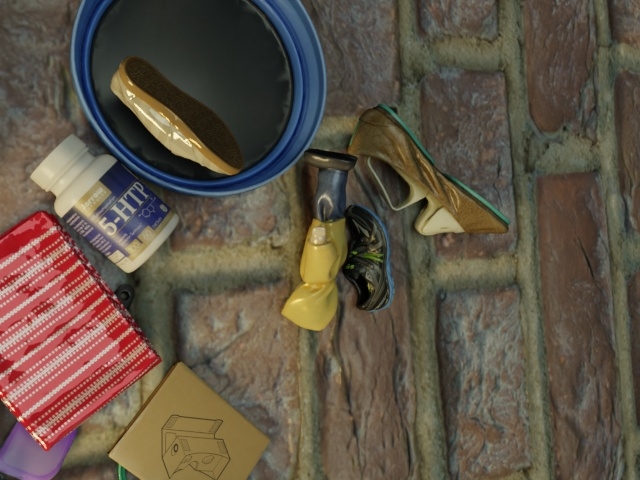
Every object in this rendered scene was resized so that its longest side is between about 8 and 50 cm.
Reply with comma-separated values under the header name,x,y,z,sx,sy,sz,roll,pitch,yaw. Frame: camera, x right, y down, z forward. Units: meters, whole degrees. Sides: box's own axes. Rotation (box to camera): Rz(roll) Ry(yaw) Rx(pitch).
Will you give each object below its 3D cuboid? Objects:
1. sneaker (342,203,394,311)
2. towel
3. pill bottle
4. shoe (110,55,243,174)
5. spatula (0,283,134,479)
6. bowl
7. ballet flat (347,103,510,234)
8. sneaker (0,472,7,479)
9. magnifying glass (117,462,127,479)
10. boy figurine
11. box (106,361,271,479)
name,x,y,z,sx,sy,sz,roll,pitch,yaw
sneaker,0.075,0.031,1.145,0.078,0.067,0.188,-13,96,-32
towel,-0.376,0.117,0.923,0.199,0.031,0.275,-38,94,-22
pill bottle,-0.303,-0.054,0.945,0.186,0.112,0.112,44,70,-17
shoe,-0.200,-0.167,0.953,0.219,0.058,0.076,42,40,-22
spatula,-0.343,0.194,0.955,0.084,0.030,0.296,34,73,-21
bowl,-0.180,-0.258,1.035,0.391,0.077,0.391,2,86,-26
ballet flat,0.181,-0.090,1.190,0.342,0.116,0.124,39,92,-18
sneaker,-0.492,0.291,0.859,0.083,0.071,0.191,-45,105,-15
magnifying glass,-0.237,0.398,0.997,0.092,0.026,0.231,-14,94,-26
boy figurine,0.000,0.000,1.072,0.092,0.177,0.285,11,105,3
box,-0.190,0.308,1.009,0.201,0.021,0.164,46,58,-18
